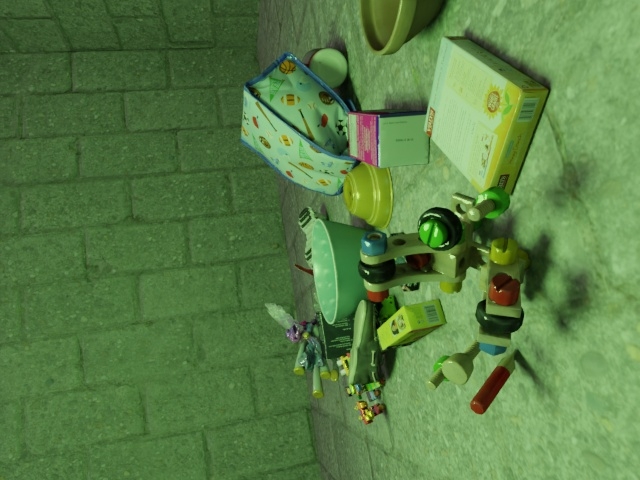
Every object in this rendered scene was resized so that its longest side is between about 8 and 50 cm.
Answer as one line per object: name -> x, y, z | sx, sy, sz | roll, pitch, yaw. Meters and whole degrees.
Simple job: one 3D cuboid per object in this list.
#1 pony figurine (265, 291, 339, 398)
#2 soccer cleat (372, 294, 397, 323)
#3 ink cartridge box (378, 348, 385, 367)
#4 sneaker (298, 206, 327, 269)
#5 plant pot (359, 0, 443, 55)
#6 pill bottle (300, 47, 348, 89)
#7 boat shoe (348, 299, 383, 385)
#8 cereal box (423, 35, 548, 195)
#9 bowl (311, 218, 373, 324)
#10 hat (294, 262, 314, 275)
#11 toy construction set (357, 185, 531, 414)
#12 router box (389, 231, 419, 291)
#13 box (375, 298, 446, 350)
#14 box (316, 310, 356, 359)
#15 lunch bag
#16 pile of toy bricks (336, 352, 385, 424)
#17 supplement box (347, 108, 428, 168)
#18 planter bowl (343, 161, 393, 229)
pony figurine -> -0.027, 0.371, 1.817 | 0.363, 0.303, 0.351 | -89, -23, -47
soccer cleat -> 0.168, 0.194, 1.311 | 0.179, 0.060, 0.072 | 136, 136, -67
ink cartridge box -> 0.178, 0.313, 1.379 | 0.062, 0.029, 0.115 | 103, 155, -58
sneaker -> 0.000, 0.000, 1.840 | 0.110, 0.118, 0.292 | -37, 51, 38
plant pot -> 0.156, -0.469, 0.856 | 0.237, 0.110, 0.237 | 174, 90, -77
pill bottle -> 0.002, -0.555, 1.500 | 0.221, 0.121, 0.121 | -123, 29, -65
boat shoe -> 0.137, 0.285, 1.284 | 0.112, 0.096, 0.335 | -87, 1, -49
cereal box -> 0.244, -0.202, 0.738 | 0.240, 0.048, 0.172 | -110, 17, -48
bowl -> 0.083, 0.081, 1.372 | 0.311, 0.163, 0.311 | 173, 90, -77
hat -> 0.019, 0.172, 1.668 | 0.208, 0.184, 0.172 | -147, 51, -75
toy construction set -> 0.234, 0.064, 0.716 | 0.258, 0.237, 0.308 | -10, 106, 49
router box -> 0.199, 0.050, 1.111 | 0.122, 0.038, 0.092 | -115, 23, -56
box -> 0.201, 0.200, 1.074 | 0.232, 0.088, 0.058 | 111, 148, -64
box -> 0.076, 0.302, 1.542 | 0.093, 0.156, 0.158 | 137, 125, -76
lunch bag -> -0.039, -0.329, 1.459 | 0.385, 0.239, 0.328 | 42, 162, 4
pile of toy bricks -> 0.149, 0.444, 1.440 | 0.105, 0.118, 0.212 | -37, 61, 30
supplement box -> 0.144, -0.233, 1.038 | 0.220, 0.111, 0.113 | -126, 30, -68
planter bowl -> 0.117, -0.132, 1.273 | 0.217, 0.091, 0.217 | 173, 90, -78
